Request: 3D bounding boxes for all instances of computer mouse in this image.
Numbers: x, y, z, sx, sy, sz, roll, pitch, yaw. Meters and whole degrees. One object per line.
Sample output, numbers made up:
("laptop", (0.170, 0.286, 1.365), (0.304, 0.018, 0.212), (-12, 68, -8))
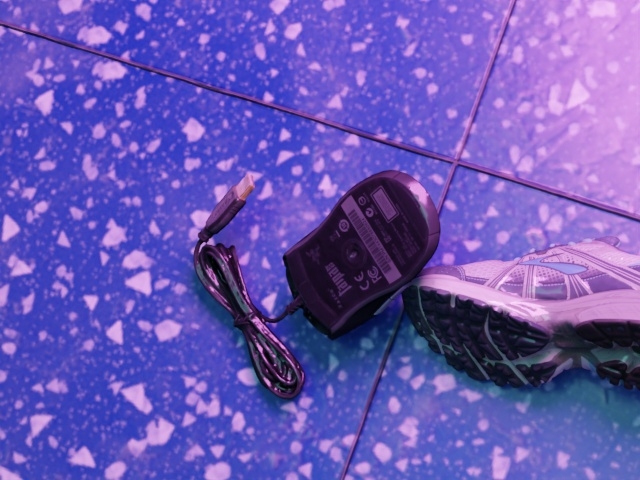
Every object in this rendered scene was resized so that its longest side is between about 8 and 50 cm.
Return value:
("computer mouse", (0.000, 0.000, 1.700), (0.262, 0.060, 0.184), (-47, 70, 34))

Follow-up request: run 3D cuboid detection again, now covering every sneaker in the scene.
("sneaker", (0.208, 0.055, 1.656), (0.283, 0.110, 0.122), (7, 45, 29))
